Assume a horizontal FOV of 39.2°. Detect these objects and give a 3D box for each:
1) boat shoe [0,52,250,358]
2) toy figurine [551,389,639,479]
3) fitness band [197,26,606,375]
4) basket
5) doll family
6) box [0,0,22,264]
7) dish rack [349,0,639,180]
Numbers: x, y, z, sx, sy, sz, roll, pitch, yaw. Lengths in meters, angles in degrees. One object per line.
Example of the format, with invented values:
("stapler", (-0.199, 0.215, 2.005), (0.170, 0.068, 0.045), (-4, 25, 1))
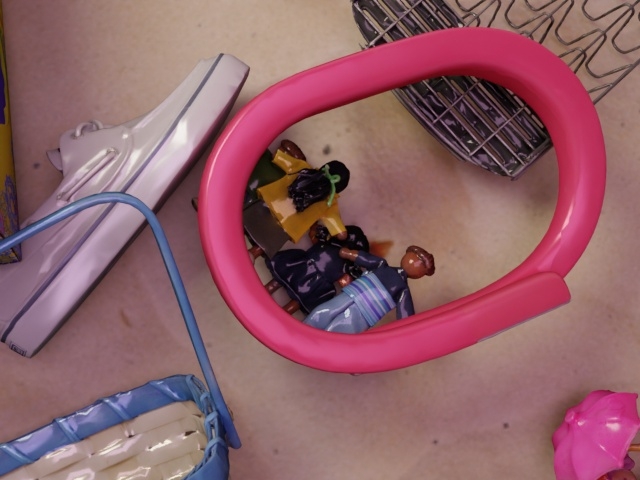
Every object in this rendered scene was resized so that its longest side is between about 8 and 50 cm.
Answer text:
("boat shoe", (-0.151, -0.042, 0.626), (0.084, 0.095, 0.258), (39, 78, -6))
("toy figurine", (0.251, 0.171, 0.666), (0.159, 0.130, 0.173), (2, 107, 5))
("fitness band", (0.062, -0.028, 0.610), (0.291, 0.054, 0.209), (-19, 91, -13))
("basket", (-0.164, 0.142, 0.539), (0.255, 0.201, 0.288), (-27, 101, -10))
("doll family", (0.000, 0.000, 0.657), (0.111, 0.076, 0.193), (-36, 94, -15))
("box", (-0.346, -0.126, 0.530), (0.279, 0.177, 0.289), (-8, 70, -6))
("dish rack", (0.164, -0.185, 0.704), (0.271, 0.074, 0.208), (-42, 89, -9))
